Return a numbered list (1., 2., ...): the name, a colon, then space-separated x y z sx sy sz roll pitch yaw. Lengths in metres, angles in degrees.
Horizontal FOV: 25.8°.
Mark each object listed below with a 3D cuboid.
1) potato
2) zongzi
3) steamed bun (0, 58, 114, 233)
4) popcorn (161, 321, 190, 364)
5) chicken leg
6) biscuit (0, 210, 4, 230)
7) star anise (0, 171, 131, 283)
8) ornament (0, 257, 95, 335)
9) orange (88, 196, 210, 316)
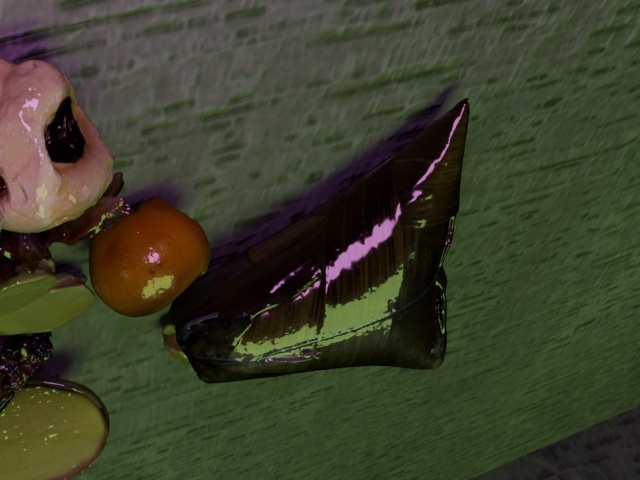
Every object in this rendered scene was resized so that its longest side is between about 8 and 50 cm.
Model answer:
1. potato: -0.437 0.274 2.005 0.272 0.160 0.111 -18 -169 -5
2. zongzi: 0.000 0.000 1.910 0.403 0.208 0.432 -6 129 -20
3. steamed bun: -0.300 -0.108 1.381 0.141 0.172 0.155 -58 155 -50
4. popcorn: -0.180 0.141 2.068 0.109 0.089 0.097 -10 -173 -18
5. chicken leg: -0.444 0.199 1.880 0.234 0.063 0.105 -47 166 14
6. biscuit: -0.426 -0.036 1.325 0.239 0.061 0.108 9 162 14
7. star anise: -0.326 -0.002 1.489 0.288 0.088 0.288 -23 -166 6
8. ornament: -0.391 0.079 1.750 0.180 0.059 0.201 -28 158 7
9. orange: -0.216 0.020 1.742 0.156 0.134 0.156 -32 -162 11
